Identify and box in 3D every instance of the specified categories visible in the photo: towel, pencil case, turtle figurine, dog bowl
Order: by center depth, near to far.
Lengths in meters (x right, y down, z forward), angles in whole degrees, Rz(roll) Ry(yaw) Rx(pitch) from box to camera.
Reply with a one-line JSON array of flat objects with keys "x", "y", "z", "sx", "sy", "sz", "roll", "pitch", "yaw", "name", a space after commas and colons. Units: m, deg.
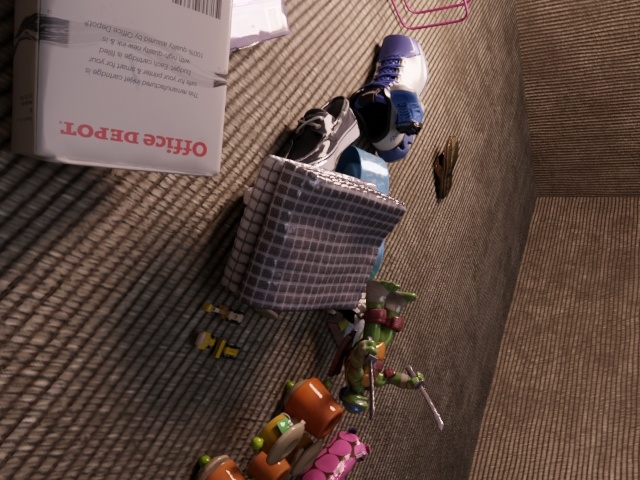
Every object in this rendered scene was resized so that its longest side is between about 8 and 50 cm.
[{"x": 0.000, "y": 0.000, "z": 0.837, "sx": 0.284, "sy": 0.121, "sz": 0.234, "roll": 9, "pitch": 104, "yaw": -45, "name": "towel"}, {"x": 0.148, "y": 0.224, "z": 0.989, "sx": 0.198, "sy": 0.275, "sz": 0.266, "roll": 18, "pitch": 75, "yaw": -16, "name": "turtle figurine"}, {"x": 0.080, "y": -0.049, "z": 1.060, "sx": 0.074, "sy": 0.166, "sz": 0.297, "roll": 5, "pitch": 87, "yaw": -18, "name": "dog bowl"}, {"x": 0.023, "y": 0.510, "z": 1.094, "sx": 0.209, "sy": 0.098, "sz": 0.095, "roll": -31, "pitch": 118, "yaw": -51, "name": "pencil case"}]

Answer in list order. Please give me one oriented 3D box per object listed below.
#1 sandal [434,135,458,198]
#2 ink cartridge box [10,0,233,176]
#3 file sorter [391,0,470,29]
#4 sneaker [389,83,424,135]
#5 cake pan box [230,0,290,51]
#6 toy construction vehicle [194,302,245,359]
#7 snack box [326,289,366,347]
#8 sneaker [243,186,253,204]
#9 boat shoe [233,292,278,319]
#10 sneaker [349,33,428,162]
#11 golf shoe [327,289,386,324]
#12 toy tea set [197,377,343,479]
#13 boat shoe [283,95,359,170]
[{"x": 0.419, "y": -0.248, "z": 1.688, "sx": 0.090, "sy": 0.060, "sz": 0.219, "roll": -35, "pitch": 136, "yaw": -44, "name": "sandal"}, {"x": -0.222, "y": -0.226, "z": 0.566, "sx": 0.211, "sy": 0.122, "sz": 0.289, "roll": 1, "pitch": 98, "yaw": -44, "name": "ink cartridge box"}, {"x": 0.313, "y": -0.745, "z": 1.338, "sx": 0.182, "sy": 0.202, "sz": 0.290, "roll": 41, "pitch": 59, "yaw": -53, "name": "file sorter"}, {"x": 0.196, "y": -0.290, "z": 1.133, "sx": 0.152, "sy": 0.058, "sz": 0.084, "roll": 22, "pitch": 74, "yaw": -62, "name": "sneaker"}, {"x": -0.159, "y": -0.418, "z": 0.754, "sx": 0.267, "sy": 0.070, "sz": 0.245, "roll": -44, "pitch": 130, "yaw": -47, "name": "cake pan box"}, {"x": -0.169, "y": 0.150, "z": 0.827, "sx": 0.098, "sy": 0.035, "sz": 0.085, "roll": 28, "pitch": 80, "yaw": -52, "name": "toy construction vehicle"}, {"x": 0.074, "y": 0.180, "z": 1.198, "sx": 0.141, "sy": 0.037, "sz": 0.100, "roll": -55, "pitch": 136, "yaw": -39, "name": "snack box"}, {"x": -0.044, "y": -0.017, "z": 0.938, "sx": 0.269, "sy": 0.101, "sz": 0.153, "roll": 6, "pitch": 90, "yaw": -56, "name": "sneaker"}, {"x": -0.111, "y": 0.098, "z": 0.893, "sx": 0.137, "sy": 0.049, "sz": 0.043, "roll": 50, "pitch": 49, "yaw": -50, "name": "boat shoe"}, {"x": 0.166, "y": -0.363, "z": 1.210, "sx": 0.182, "sy": 0.128, "sz": 0.315, "roll": 13, "pitch": 84, "yaw": -59, "name": "sneaker"}, {"x": 0.097, "y": 0.152, "z": 1.131, "sx": 0.198, "sy": 0.077, "sz": 0.093, "roll": 15, "pitch": 64, "yaw": -17, "name": "golf shoe"}, {"x": -0.094, "y": 0.362, "z": 0.920, "sx": 0.200, "sy": 0.124, "sz": 0.336, "roll": -59, "pitch": 153, "yaw": 12, "name": "toy tea set"}, {"x": -0.007, "y": -0.206, "z": 0.975, "sx": 0.301, "sy": 0.108, "sz": 0.102, "roll": -50, "pitch": 133, "yaw": -46, "name": "boat shoe"}]
